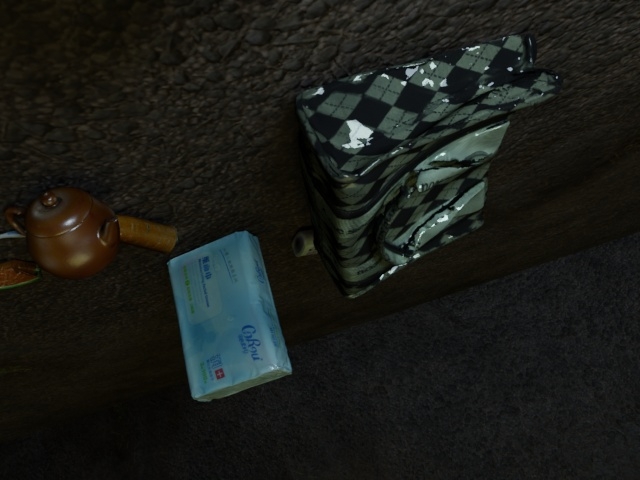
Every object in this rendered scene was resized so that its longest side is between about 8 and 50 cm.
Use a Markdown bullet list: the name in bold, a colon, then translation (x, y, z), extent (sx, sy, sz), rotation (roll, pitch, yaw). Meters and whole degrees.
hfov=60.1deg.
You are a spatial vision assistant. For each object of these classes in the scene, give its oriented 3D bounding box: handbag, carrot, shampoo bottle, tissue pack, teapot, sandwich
- **handbag**: translation (0.139, -0.089, 0.792), extent (0.317, 0.180, 0.416), rotation (-24, 158, -6)
- **carrot**: translation (-0.272, -0.013, 0.809), extent (0.048, 0.048, 0.139), rotation (-25, 159, 23)
- **shampoo bottle**: translation (0.000, 0.000, 1.098), extent (0.099, 0.043, 0.072), rotation (-10, 161, -24)
- **tissue pack**: translation (-0.168, 0.132, 0.978), extent (0.177, 0.263, 0.089), rotation (-22, 158, 14)
- **teapot**: translation (-0.315, -0.018, 0.680), extent (0.173, 0.116, 0.116), rotation (7, 168, 16)
- **sandwich**: translation (-0.481, 0.052, 0.847), extent (0.101, 0.026, 0.069), rotation (-15, 158, -15)

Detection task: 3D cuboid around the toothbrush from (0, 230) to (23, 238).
- **toothbrush**: translation (-0.389, -0.015, 0.748), extent (0.162, 0.014, 0.017), rotation (-17, 148, 1)
